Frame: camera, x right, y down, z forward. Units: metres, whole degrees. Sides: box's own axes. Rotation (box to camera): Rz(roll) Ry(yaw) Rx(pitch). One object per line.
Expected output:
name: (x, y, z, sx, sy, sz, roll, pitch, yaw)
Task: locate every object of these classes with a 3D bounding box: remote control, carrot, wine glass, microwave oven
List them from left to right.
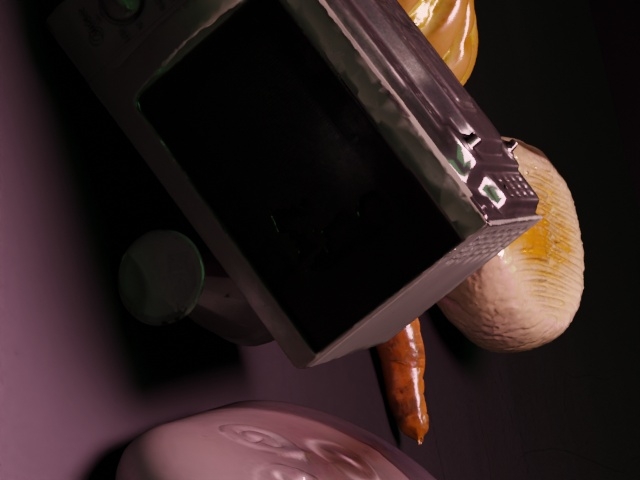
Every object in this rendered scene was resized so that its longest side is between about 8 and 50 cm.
wine glass: (-0.073, 0.033, 1.201, 0.155, 0.073, 0.073, 19, 55, -69)
remote control: (-0.005, 0.180, 1.107, 0.221, 0.103, 0.332, 33, 10, 14)
microwave oven: (-0.004, -0.087, 1.210, 0.295, 0.181, 0.237, 53, 16, 10)
carrot: (0.065, 0.068, 1.621, 0.059, 0.059, 0.247, 7, 70, -71)

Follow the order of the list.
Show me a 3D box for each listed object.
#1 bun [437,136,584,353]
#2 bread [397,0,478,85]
bun: (0.188, 0.003, 1.898, 0.244, 0.153, 0.243, 10, 78, -55)
bread: (0.020, -0.248, 1.457, 0.333, 0.160, 0.333, 53, -11, 15)
